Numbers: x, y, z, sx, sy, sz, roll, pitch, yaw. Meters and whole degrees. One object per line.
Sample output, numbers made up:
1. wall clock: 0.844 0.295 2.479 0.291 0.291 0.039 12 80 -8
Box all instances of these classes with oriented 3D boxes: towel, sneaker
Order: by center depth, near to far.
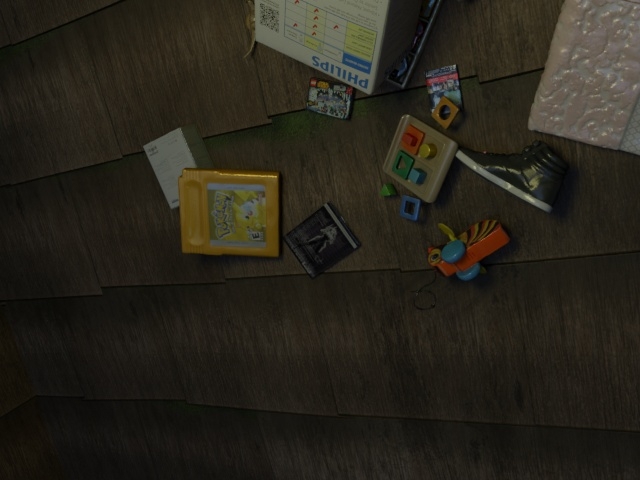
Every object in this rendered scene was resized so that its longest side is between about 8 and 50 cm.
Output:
1. towel: 0.659 -0.363 1.284 0.317 0.053 0.332 21 128 21
2. sneaker: 0.483 -0.201 1.455 0.295 0.104 0.147 35 102 25

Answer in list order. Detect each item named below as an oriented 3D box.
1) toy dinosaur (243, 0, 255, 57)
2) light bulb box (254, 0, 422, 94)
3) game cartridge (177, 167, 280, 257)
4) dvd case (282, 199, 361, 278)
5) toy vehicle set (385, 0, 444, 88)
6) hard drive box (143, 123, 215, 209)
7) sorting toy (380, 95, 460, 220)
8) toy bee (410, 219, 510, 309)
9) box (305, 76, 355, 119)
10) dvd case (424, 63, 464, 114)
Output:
1. toy dinosaur: -0.186 -0.628 1.678 0.092 0.053 0.183 8 104 41
2. light bulb box: 0.046 -0.601 1.335 0.358 0.225 0.361 29 147 15
3. game cartridge: -0.289 -0.086 1.845 0.323 0.053 0.285 2 110 2
4. dvd case: 0.000 0.000 1.811 0.221 0.018 0.164 -36 88 33
5. toy vehicle set: 0.202 -0.555 1.501 0.166 0.035 0.267 30 118 15
6. hard drive box: -0.457 -0.243 1.919 0.181 0.089 0.232 -17 99 31
7. sorting toy: 0.256 -0.223 1.549 0.196 0.047 0.348 40 124 37
8. toy bee: 0.355 0.033 1.574 0.298 0.162 0.195 -21 115 1
9. box: 0.028 -0.406 1.648 0.137 0.027 0.094 18 114 21
10. dvd case: 0.323 -0.392 1.510 0.087 0.013 0.119 -6 103 29
